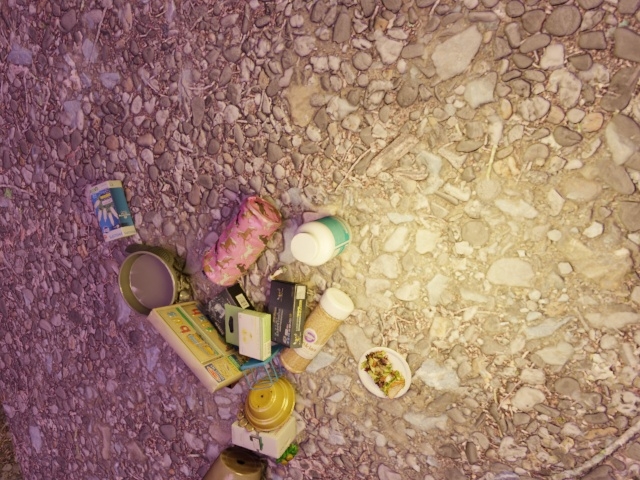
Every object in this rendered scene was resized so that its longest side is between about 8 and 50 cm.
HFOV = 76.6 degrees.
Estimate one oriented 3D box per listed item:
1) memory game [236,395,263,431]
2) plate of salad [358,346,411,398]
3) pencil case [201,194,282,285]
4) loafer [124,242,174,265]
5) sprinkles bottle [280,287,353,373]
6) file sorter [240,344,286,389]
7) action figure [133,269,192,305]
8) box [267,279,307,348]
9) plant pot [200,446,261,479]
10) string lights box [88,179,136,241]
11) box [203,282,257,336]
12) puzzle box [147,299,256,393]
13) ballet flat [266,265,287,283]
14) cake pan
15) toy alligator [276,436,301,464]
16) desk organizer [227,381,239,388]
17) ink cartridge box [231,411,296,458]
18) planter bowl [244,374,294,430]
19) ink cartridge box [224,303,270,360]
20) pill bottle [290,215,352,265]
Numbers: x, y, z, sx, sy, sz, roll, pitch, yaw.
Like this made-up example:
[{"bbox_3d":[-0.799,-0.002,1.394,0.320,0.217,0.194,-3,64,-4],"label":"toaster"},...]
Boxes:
[{"bbox_3d":[-0.254,0.697,1.661,0.186,0.186,0.012,5,128,23],"label":"memory game"},{"bbox_3d":[0.228,0.486,1.472,0.199,0.048,0.200,5,102,24],"label":"plate of salad"},{"bbox_3d":[-0.310,0.003,1.569,0.386,0.167,0.160,-48,47,24],"label":"pencil case"},{"bbox_3d":[-0.765,0.081,1.836,0.250,0.094,0.088,17,140,19],"label":"loafer"},{"bbox_3d":[-0.018,0.342,1.517,0.121,0.121,0.356,39,113,13],"label":"sprinkles bottle"},{"bbox_3d":[-0.208,0.498,1.605,0.118,0.170,0.105,-19,94,26],"label":"file sorter"},{"bbox_3d":[-0.694,0.216,1.817,0.284,0.099,0.186,13,98,18],"label":"action figure"},{"bbox_3d":[-0.130,0.269,1.517,0.183,0.059,0.233,2,85,54],"label":"box"},{"bbox_3d":[-0.391,1.073,1.743,0.322,0.323,0.281,20,91,20],"label":"plant pot"},{"bbox_3d":[-0.963,-0.136,1.879,0.133,0.076,0.260,-14,94,24],"label":"string lights box"},{"bbox_3d":[-0.374,0.288,1.683,0.158,0.093,0.156,-36,84,26],"label":"box"},{"bbox_3d":[-0.465,0.405,1.624,0.408,0.272,0.052,41,106,18],"label":"puzzle box"},{"bbox_3d":[-0.180,0.136,1.597,0.114,0.041,0.041,-36,84,26],"label":"ballet flat"},{"bbox_3d":[-0.737,0.186,1.747,0.292,0.054,0.294,3,99,17],"label":"cake pan"},{"bbox_3d":[-0.119,0.889,1.704,0.051,0.056,0.190,27,115,-27],"label":"toy alligator"},{"bbox_3d":[-0.387,0.573,1.748,0.047,0.050,0.131,15,119,21],"label":"desk organizer"},{"bbox_3d":[-0.230,0.783,1.672,0.219,0.160,0.093,4,102,23],"label":"ink cartridge box"},{"bbox_3d":[-0.218,0.628,1.606,0.216,0.090,0.217,-10,52,13],"label":"planter bowl"},{"bbox_3d":[-0.297,0.350,1.563,0.234,0.056,0.171,6,102,29],"label":"ink cartridge box"},{"bbox_3d":[0.000,0.000,1.365,0.146,0.264,0.147,4,101,23],"label":"pill bottle"}]
